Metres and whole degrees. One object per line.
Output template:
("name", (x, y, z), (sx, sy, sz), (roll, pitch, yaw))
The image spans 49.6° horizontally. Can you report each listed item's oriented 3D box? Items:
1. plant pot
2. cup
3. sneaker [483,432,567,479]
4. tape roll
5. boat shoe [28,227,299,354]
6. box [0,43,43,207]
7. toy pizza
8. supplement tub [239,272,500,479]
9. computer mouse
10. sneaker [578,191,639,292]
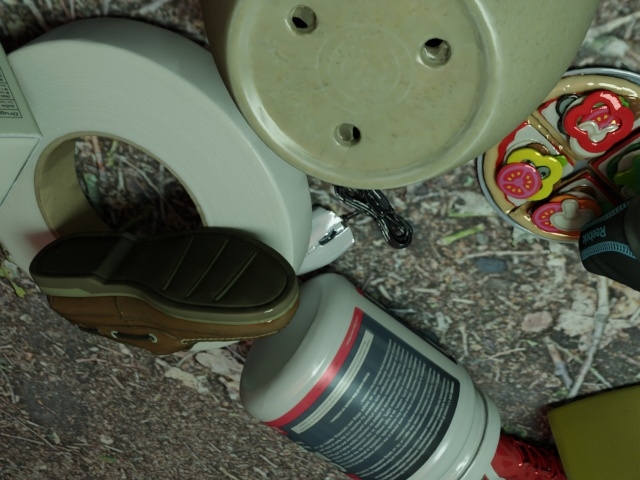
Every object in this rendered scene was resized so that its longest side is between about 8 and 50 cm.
("plant pot", (0.430, 0.291, 0.825), (0.187, 0.212, 0.212), (-38, 113, 24))
("cup", (0.048, -0.171, 0.499), (0.331, 0.237, 0.331), (7, 131, 8))
("sneaker", (0.294, 0.294, 0.949), (0.128, 0.087, 0.221), (-24, 133, 21))
("tape roll", (-0.202, -0.042, 0.758), (0.392, 0.072, 0.392), (10, 128, 13))
("boat shoe", (-0.148, 0.057, 0.704), (0.307, 0.111, 0.104), (7, 132, 29))
("box", (-0.377, -0.146, 0.619), (0.127, 0.148, 0.232), (-41, 70, 37))
("toy pizza", (0.253, -0.069, 0.667), (0.201, 0.032, 0.201), (7, 131, 9))
("supplement tub", (0.059, 0.183, 0.829), (0.272, 0.191, 0.191), (37, 129, -16))
("computer mouse", (0.000, 0.000, 0.787), (0.193, 0.042, 0.106), (-27, 119, 32))
("sneaker", (0.414, 0.021, 0.661), (0.340, 0.125, 0.139), (18, 164, -13))
